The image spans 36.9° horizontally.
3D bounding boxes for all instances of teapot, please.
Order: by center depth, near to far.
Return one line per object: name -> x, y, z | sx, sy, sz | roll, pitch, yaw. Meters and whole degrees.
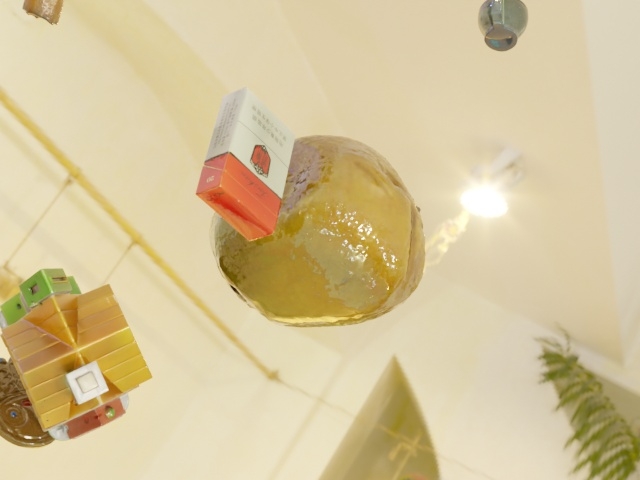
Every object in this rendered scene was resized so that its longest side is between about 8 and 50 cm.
teapot -> 0.235, -0.286, 1.243 | 0.066, 0.057, 0.088 | -3, -36, 18

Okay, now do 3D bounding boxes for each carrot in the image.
carrot -> -0.488, -0.502, 1.755 | 0.072, 0.205, 0.072 | 19, 12, -4

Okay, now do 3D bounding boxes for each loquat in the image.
loquat -> 0.000, 0.000, 1.305 | 0.276, 0.284, 0.276 | 62, 3, -6

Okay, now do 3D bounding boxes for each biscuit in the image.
biscuit -> -0.485, 0.259, 1.558 | 0.175, 0.124, 0.026 | 57, -49, 26

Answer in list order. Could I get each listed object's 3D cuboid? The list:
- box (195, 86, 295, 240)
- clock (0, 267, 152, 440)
box -> -0.085, -0.090, 1.126 | 0.048, 0.152, 0.100 | -16, -42, 37
clock -> -0.359, 0.162, 1.393 | 0.235, 0.166, 0.309 | 65, -20, 3
